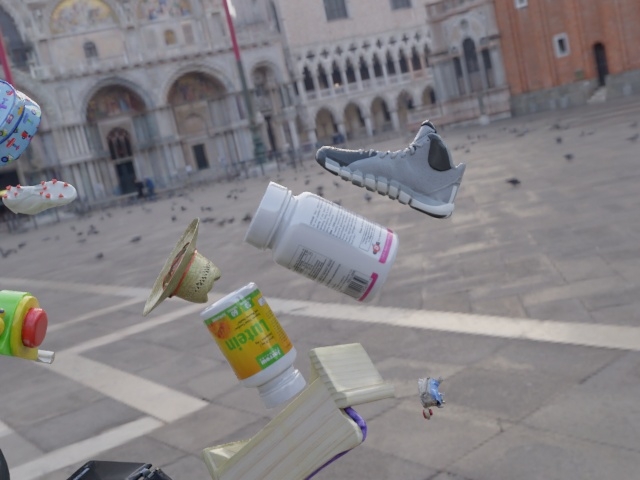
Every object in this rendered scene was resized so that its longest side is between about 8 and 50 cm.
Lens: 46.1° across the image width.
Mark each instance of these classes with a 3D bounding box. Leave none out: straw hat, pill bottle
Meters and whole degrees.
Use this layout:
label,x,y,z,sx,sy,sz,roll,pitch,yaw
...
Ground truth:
label,x,y,z,sx,sy,sz,roll,pitch,yaw
straw hat,-0.154,0.045,0.903,0.061,0.145,0.144,29,-3,-15
pill bottle,0.000,0.000,1.511,0.283,0.160,0.160,25,4,-7
pill bottle,-0.135,0.223,1.583,0.136,0.246,0.136,-31,3,2

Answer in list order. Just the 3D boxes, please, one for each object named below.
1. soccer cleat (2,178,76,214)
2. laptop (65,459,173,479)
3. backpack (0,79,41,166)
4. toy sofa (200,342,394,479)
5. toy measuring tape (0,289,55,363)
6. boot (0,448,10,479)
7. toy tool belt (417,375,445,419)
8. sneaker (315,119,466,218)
label,x,y,z,sx,sy,sz,roll,pitch,yaw
soccer cleat,-0.669,-0.100,1.809,0.196,0.076,0.068,-2,51,14
laptop,-0.215,0.338,0.697,0.264,0.137,0.234,36,49,17
backpack,-0.565,-0.205,1.246,0.173,0.158,0.117,15,-24,16
toy sofa,-0.035,0.357,1.351,0.362,0.177,0.150,-46,-28,26
toy measuring tape,-0.533,0.156,1.350,0.121,0.122,0.330,-13,-12,-5
boot,-0.385,0.234,0.464,0.348,0.131,0.260,-34,6,-39
toy tool belt,0.222,0.306,1.475,0.051,0.052,0.083,-18,44,14
sneaker,0.116,-0.132,1.154,0.228,0.132,0.086,23,9,2
